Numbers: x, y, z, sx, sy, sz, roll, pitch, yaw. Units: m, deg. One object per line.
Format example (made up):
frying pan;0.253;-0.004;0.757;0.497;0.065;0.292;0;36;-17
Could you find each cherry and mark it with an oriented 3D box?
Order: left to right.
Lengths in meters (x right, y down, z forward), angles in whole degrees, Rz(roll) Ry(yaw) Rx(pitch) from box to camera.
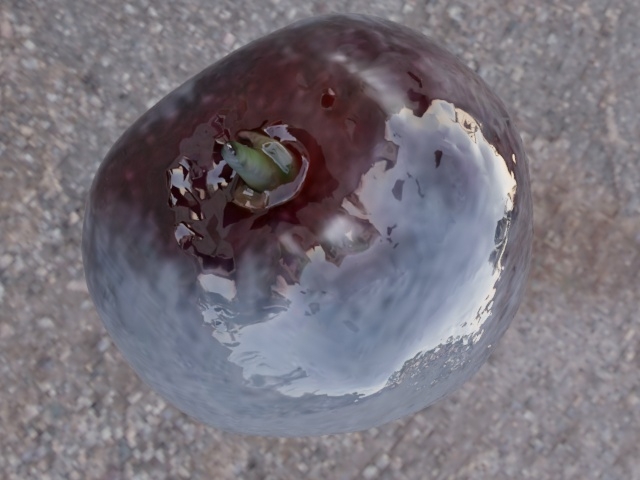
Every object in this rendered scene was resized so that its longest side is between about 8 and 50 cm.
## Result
cherry;0.000;0.000;0.729;0.255;0.218;0.296;-40;144;-1
